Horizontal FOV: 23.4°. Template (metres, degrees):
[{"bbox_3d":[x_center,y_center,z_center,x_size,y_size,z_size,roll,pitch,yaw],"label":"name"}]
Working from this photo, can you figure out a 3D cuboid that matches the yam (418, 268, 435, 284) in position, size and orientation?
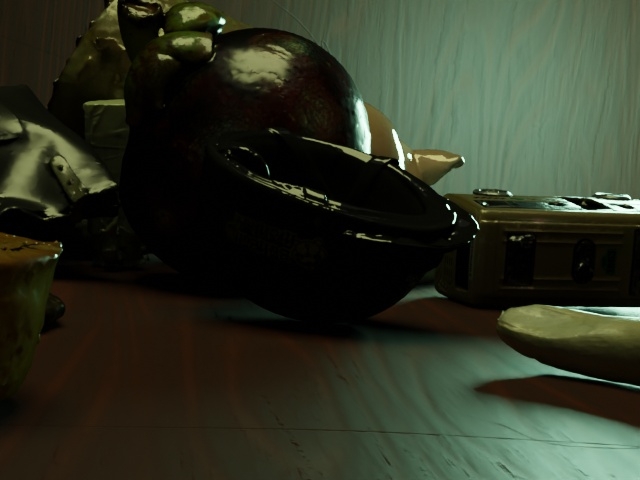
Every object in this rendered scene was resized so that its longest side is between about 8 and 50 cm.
[{"bbox_3d":[0.114,0.019,1.975,0.083,0.083,0.371,8,3,31],"label":"yam"}]

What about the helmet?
[{"bbox_3d":[0.000,0.000,1.510,0.279,0.160,0.230,27,19,16],"label":"helmet"}]

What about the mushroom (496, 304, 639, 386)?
[{"bbox_3d":[0.246,0.088,1.273,0.209,0.071,0.084,4,35,37],"label":"mushroom"}]

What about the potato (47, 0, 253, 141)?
[{"bbox_3d":[-0.171,-0.178,1.994,0.237,0.288,0.301,28,-26,12],"label":"potato"}]

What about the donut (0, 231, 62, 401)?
[{"bbox_3d":[-0.297,0.039,0.932,0.278,0.108,0.277,6,4,0],"label":"donut"}]

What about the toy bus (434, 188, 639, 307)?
[{"bbox_3d":[0.293,0.014,1.854,0.290,0.139,0.157,3,8,-16],"label":"toy bus"}]

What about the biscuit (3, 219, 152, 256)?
[{"bbox_3d":[-0.343,-0.041,2.059,0.332,0.103,0.332,6,4,0],"label":"biscuit"}]

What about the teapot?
[{"bbox_3d":[-0.244,-0.065,1.841,0.077,0.200,0.107,0,11,0],"label":"teapot"}]

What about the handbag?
[{"bbox_3d":[-0.400,-0.061,1.728,0.342,0.152,0.288,-21,33,-33],"label":"handbag"}]

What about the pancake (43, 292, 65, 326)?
[{"bbox_3d":[-0.357,0.048,1.309,0.288,0.033,0.286,8,6,39],"label":"pancake"}]

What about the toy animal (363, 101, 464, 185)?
[{"bbox_3d":[0.035,-0.077,2.042,0.237,0.269,0.326,25,-31,13],"label":"toy animal"}]

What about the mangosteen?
[{"bbox_3d":[-0.115,-0.112,1.743,0.359,0.306,0.306,32,1,-8],"label":"mangosteen"}]
